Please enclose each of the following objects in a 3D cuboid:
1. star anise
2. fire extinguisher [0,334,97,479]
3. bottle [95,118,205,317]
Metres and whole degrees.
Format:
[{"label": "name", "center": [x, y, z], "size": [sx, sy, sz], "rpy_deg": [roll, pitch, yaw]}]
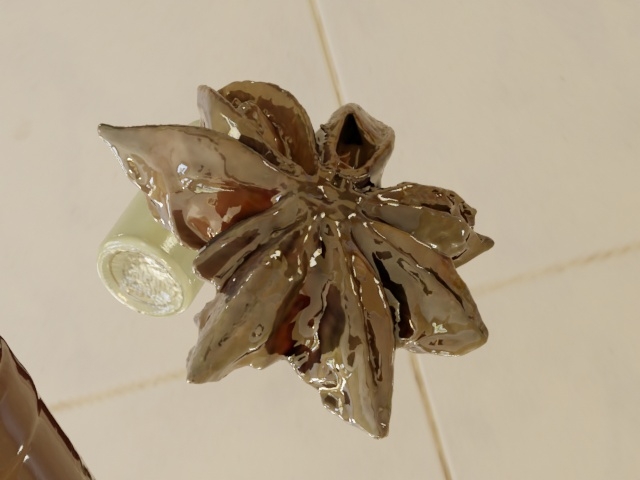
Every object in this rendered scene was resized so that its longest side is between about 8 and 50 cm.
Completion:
[{"label": "star anise", "center": [-0.017, 0.002, 1.331], "size": [0.315, 0.315, 0.108], "rpy_deg": [24, 139, -6]}, {"label": "fire extinguisher", "center": [-0.096, 0.169, 0.800], "size": [0.138, 0.102, 0.344], "rpy_deg": [-1, 133, 32]}, {"label": "bottle", "center": [-0.120, -0.040, 1.860], "size": [0.104, 0.245, 0.104], "rpy_deg": [17, 136, 16]}]
